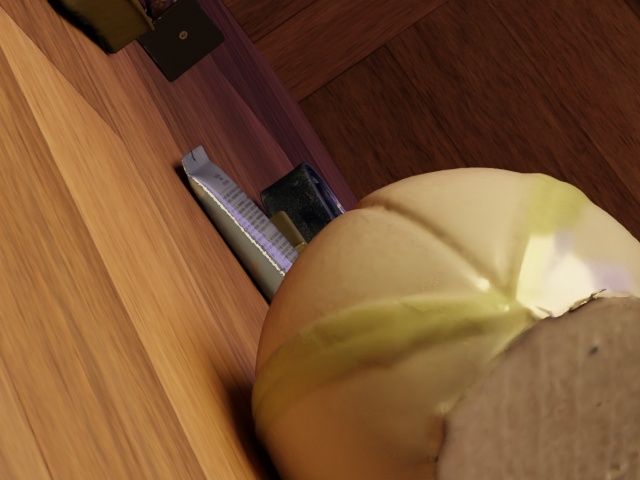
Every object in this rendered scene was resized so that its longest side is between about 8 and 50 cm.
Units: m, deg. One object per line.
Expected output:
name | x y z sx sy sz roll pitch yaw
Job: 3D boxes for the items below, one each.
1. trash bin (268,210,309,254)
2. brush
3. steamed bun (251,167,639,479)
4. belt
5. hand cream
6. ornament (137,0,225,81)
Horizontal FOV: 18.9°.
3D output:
trash bin | -0.029 0.013 2.056 0.061 0.043 0.092 53 4 -31
brush | -0.223 -0.249 1.761 0.123 0.059 0.197 54 3 13
steamed bun | 0.082 0.083 1.305 0.309 0.309 0.309 56 4 -6
belt | 0.000 0.000 2.210 0.190 0.082 0.141 59 8 24
hand cream | -0.041 0.025 1.798 0.271 0.058 0.091 52 16 -4
ornament | -0.186 -0.281 2.239 0.088 0.081 0.203 53 5 -37
